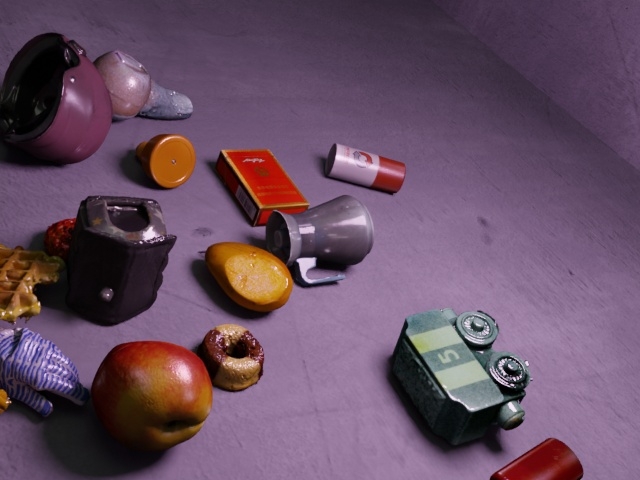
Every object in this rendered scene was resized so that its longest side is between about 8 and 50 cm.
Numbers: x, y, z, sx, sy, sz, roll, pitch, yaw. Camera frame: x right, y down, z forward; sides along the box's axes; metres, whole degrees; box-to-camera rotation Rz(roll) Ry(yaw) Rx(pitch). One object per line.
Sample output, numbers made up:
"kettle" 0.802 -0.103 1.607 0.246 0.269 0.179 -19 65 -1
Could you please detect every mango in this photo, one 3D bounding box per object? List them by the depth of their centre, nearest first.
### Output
"mango" -0.159 0.075 1.620 0.217 0.102 0.141 31 59 14

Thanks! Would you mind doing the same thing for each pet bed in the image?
"pet bed" -0.387 0.038 1.434 0.183 0.211 0.159 4 37 -30

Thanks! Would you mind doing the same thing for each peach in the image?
"peach" -0.279 0.248 1.250 0.190 0.190 0.192 -10 46 -38

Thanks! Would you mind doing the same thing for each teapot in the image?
"teapot" 0.000 0.000 1.772 0.225 0.171 0.203 -8 76 -28

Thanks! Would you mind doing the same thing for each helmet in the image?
"helmet" -0.605 -0.316 1.755 0.197 0.271 0.338 34 16 -43

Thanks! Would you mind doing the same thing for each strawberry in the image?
"strawberry" -0.481 -0.014 1.563 0.188 0.082 0.121 -12 46 -36

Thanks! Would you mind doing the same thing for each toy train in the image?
"toy train" 0.291 0.278 1.573 0.238 0.167 0.299 -10 45 -25

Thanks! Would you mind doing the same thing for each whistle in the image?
"whistle" -0.492 -0.385 2.006 0.347 0.189 0.189 15 30 -50

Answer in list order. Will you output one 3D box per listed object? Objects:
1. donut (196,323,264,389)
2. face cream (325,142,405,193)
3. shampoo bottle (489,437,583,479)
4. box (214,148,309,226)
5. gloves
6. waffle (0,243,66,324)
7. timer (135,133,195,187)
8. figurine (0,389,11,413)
"donut" -0.171 0.221 1.457 0.140 0.059 0.140 13 37 -10
"face cream" 0.128 -0.205 2.148 0.214 0.096 0.096 14 36 -15
"shampoo bottle" 0.403 0.471 1.456 0.260 0.064 0.102 -13 53 -40
"box" -0.152 -0.139 1.927 0.153 0.074 0.240 -10 48 -33
"gloves" -0.491 0.215 1.260 0.229 0.097 0.119 27 65 -4
"waffle" -0.602 0.079 1.327 0.281 0.058 0.301 11 24 15
"timer" -0.403 -0.209 1.852 0.132 0.132 0.152 -15 27 -42
"figurine" -0.544 0.231 1.133 0.121 0.176 0.122 25 47 6
